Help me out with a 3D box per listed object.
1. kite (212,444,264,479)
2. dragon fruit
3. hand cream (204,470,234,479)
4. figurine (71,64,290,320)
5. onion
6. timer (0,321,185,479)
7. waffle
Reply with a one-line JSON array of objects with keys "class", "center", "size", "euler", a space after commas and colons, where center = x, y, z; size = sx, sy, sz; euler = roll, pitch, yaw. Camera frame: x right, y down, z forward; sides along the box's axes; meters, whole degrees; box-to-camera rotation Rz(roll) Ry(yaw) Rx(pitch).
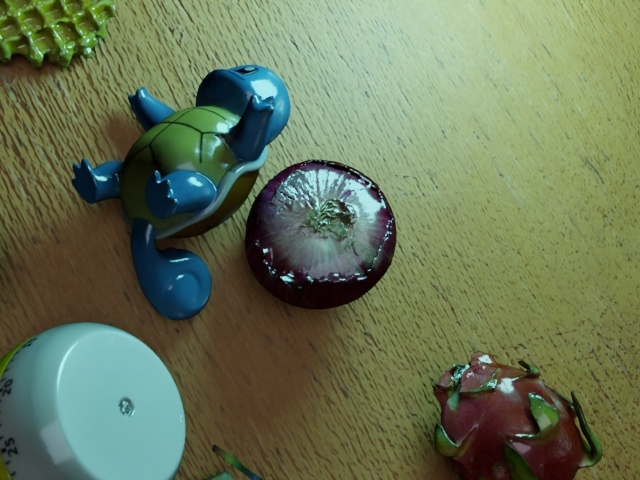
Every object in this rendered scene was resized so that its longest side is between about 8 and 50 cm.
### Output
[{"class": "kite", "center": [-0.083, 0.390, 0.918], "size": [0.285, 0.015, 0.152], "euler": [50, 56, -33]}, {"class": "dragon fruit", "center": [0.286, 0.288, 1.013], "size": [0.224, 0.224, 0.227], "euler": [-41, 107, -20]}, {"class": "hand cream", "center": [-0.209, 0.394, 0.917], "size": [0.203, 0.084, 0.083], "euler": [-16, 83, -14]}, {"class": "figurine", "center": [-0.185, -0.102, 0.960], "size": [0.243, 0.298, 0.416], "euler": [34, 70, -43]}, {"class": "onion", "center": [-0.003, -0.007, 1.021], "size": [0.248, 0.161, 0.247], "euler": [8, 66, -18]}, {"class": "timer", "center": [-0.341, 0.257, 0.839], "size": [0.285, 0.285, 0.284], "euler": [4, 77, -16]}, {"class": "waffle", "center": [-0.448, -0.387, 1.028], "size": [0.254, 0.056, 0.248], "euler": [5, 77, -13]}]
